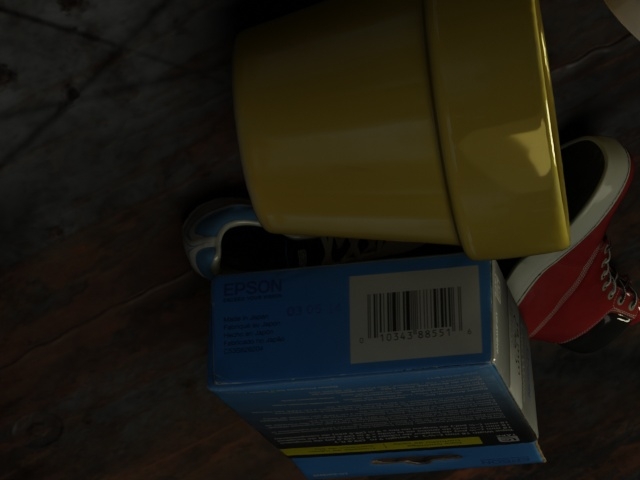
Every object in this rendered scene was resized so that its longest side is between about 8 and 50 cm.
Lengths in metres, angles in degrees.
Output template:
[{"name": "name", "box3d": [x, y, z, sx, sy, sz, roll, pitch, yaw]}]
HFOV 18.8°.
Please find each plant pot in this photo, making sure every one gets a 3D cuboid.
[{"name": "plant pot", "box3d": [0.062, -0.103, 1.516, 0.239, 0.254, 0.254, -7, 133, 8]}]

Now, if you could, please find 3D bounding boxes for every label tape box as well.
[{"name": "label tape box", "box3d": [0.060, 0.117, 1.711, 0.240, 0.106, 0.334, -5, 160, 12]}]

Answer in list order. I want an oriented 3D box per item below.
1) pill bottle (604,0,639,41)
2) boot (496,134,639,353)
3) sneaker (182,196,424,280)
[{"name": "pill bottle", "box3d": [0.330, -0.247, 1.547, 0.121, 0.121, 0.216, 28, 116, -35]}, {"name": "boot", "box3d": [0.252, 0.008, 1.768, 0.176, 0.088, 0.244, 11, 133, -27]}, {"name": "sneaker", "box3d": [0.000, 0.000, 1.674, 0.237, 0.086, 0.085, -7, 129, -15]}]
